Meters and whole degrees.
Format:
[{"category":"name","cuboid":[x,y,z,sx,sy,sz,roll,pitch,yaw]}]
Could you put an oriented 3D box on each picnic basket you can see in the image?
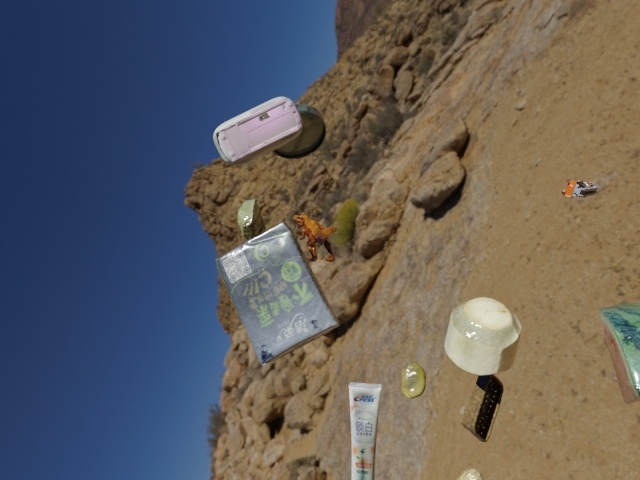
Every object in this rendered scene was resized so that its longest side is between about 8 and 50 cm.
[{"category":"picnic basket","cuboid":[0.498,0.508,1.322,0.054,0.110,0.193,-4,49,50]}]

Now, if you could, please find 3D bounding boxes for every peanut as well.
[{"category":"peanut","cuboid":[0.462,0.798,1.381,0.175,0.080,0.080,-60,4,26]}]

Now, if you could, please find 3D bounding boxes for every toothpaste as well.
[{"category":"toothpaste","cuboid":[0.127,0.587,1.257,0.066,0.100,0.323,70,-158,-70]}]

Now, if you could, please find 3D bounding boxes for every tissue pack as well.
[{"category":"tissue pack","cuboid":[-0.149,0.176,1.448,0.288,0.394,0.124,-29,-15,4]}]

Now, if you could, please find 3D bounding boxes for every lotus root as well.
[{"category":"lotus root","cuboid":[-0.258,-0.061,1.553,0.144,0.070,0.143,-78,-20,-58]}]

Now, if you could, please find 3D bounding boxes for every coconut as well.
[{"category":"coconut","cuboid":[0.463,0.286,1.238,0.202,0.202,0.222,-69,-18,-55]}]

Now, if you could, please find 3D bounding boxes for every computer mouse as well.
[{"category":"computer mouse","cuboid":[-0.167,-0.296,1.168,0.245,0.126,0.056,-29,12,-6]}]

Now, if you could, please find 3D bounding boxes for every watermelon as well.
[{"category":"watermelon","cuboid":[0.802,0.300,1.086,0.283,0.250,0.293,-111,42,-61]}]

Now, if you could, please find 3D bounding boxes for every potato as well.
[{"category":"potato","cuboid":[0.332,0.501,1.538,0.070,0.091,0.138,52,-147,-35]}]

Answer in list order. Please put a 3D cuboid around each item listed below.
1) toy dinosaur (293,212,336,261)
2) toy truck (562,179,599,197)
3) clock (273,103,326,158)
[{"category":"toy dinosaur","cuboid":[0.000,0.000,1.731,0.432,0.097,0.208,25,131,60]},{"category":"toy truck","cuboid":[0.357,-0.071,0.590,0.083,0.032,0.024,-9,-64,-48]},{"category":"clock","cuboid":[-0.084,-0.374,1.499,0.215,0.214,0.042,105,154,-52]}]
